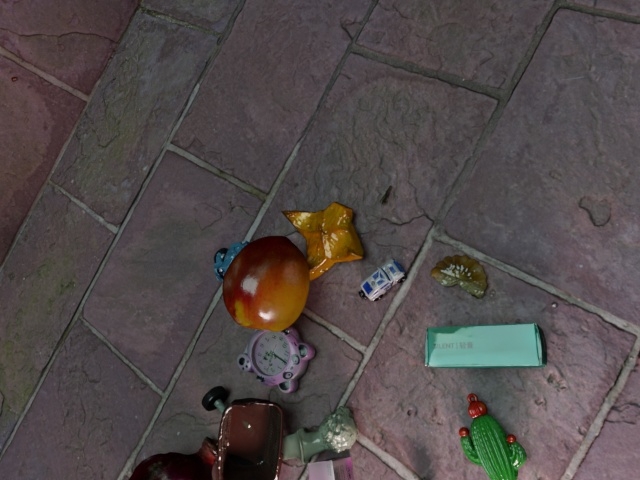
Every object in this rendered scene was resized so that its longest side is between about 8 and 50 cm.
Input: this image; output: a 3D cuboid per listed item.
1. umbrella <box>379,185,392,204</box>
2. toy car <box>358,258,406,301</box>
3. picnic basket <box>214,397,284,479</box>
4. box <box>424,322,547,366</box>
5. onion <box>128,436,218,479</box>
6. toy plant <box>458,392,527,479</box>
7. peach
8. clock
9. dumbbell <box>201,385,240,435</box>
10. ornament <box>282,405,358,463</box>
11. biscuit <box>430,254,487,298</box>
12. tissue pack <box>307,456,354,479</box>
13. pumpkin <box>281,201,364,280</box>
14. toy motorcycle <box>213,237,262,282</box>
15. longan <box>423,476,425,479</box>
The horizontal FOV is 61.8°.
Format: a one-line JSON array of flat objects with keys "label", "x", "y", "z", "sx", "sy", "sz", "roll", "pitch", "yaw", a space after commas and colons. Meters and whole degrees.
[{"label": "umbrella", "x": 0.231, "y": -0.157, "z": 1.887, "sx": 0.083, "sy": 0.020, "sz": 0.031, "roll": -67, "pitch": 21, "yaw": -3}, {"label": "toy car", "x": 0.202, "y": 0.137, "z": 1.794, "sx": 0.170, "sy": 0.070, "sz": 0.080, "roll": -39, "pitch": 63, "yaw": 12}, {"label": "picnic basket", "x": -0.241, "y": 0.667, "z": 1.790, "sx": 0.222, "sy": 0.129, "sz": 0.297, "roll": 5, "pitch": 91, "yaw": -14}, {"label": "box", "x": 0.475, "y": 0.306, "z": 1.532, "sx": 0.311, "sy": 0.205, "sz": 0.118, "roll": -8, "pitch": 72, "yaw": 26}, {"label": "onion", "x": -0.484, "y": 0.851, "z": 1.856, "sx": 0.347, "sy": 0.348, "sz": 0.385, "roll": 18, "pitch": 51, "yaw": 30}, {"label": "toy plant", "x": 0.474, "y": 0.576, "z": 1.530, "sx": 0.240, "sy": 0.088, "sz": 0.155, "roll": 46, "pitch": 114, "yaw": 36}, {"label": "peach", "x": -0.177, "y": 0.143, "z": 1.807, "sx": 0.307, "sy": 0.308, "sz": 0.333, "roll": 12, "pitch": 73, "yaw": 29}, {"label": "clock", "x": -0.155, "y": 0.405, "z": 1.900, "sx": 0.247, "sy": 0.090, "sz": 0.228, "roll": 27, "pitch": 90, "yaw": 29}, {"label": "dumbbell", "x": -0.339, "y": 0.625, "z": 1.929, "sx": 0.191, "sy": 0.100, "sz": 0.100, "roll": 42, "pitch": 97, "yaw": 30}, {"label": "ornament", "x": -0.007, "y": 0.649, "z": 1.739, "sx": 0.285, "sy": 0.120, "sz": 0.130, "roll": -32, "pitch": 66, "yaw": 18}, {"label": "biscuit", "x": 0.441, "y": 0.100, "z": 1.687, "sx": 0.183, "sy": 0.061, "sz": 0.118, "roll": 19, "pitch": 84, "yaw": 30}, {"label": "tissue pack", "x": 0.046, "y": 0.810, "z": 1.656, "sx": 0.092, "sy": 0.148, "sz": 0.247, "roll": -17, "pitch": 68, "yaw": 23}, {"label": "pumpkin", "x": 0.012, "y": -0.024, "z": 1.917, "sx": 0.258, "sy": 0.095, "sz": 0.290, "roll": -26, "pitch": 70, "yaw": 26}, {"label": "toy motorcycle", "x": -0.302, "y": 0.088, "z": 2.041, "sx": 0.272, "sy": 0.123, "sz": 0.182, "roll": -15, "pitch": 60, "yaw": 24}, {"label": "longan", "x": 0.310, "y": 0.744, "z": 1.579, "sx": 0.075, "sy": 0.075, "sz": 0.083, "roll": -6, "pitch": 71, "yaw": 26}]
